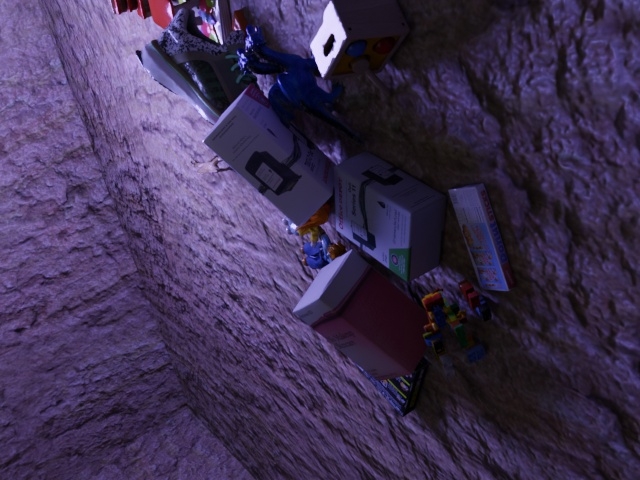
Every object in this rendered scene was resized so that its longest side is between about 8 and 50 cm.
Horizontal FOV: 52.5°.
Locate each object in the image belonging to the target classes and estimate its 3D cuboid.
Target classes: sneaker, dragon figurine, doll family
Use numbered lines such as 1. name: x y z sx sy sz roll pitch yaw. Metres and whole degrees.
1. sneaker: -0.192 -0.345 1.362 0.410 0.158 0.182 36 109 6
2. dragon figurine: -0.042 -0.268 1.193 0.289 0.144 0.085 61 153 4
3. doll family: 0.000 0.000 1.380 0.163 0.118 0.263 -11 104 61

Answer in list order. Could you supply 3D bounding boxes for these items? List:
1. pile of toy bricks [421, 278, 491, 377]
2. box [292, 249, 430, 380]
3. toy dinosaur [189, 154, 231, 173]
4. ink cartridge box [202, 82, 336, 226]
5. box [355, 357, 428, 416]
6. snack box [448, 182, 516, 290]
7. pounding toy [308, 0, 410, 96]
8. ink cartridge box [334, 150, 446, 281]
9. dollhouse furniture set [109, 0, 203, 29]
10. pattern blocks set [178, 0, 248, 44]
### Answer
1. pile of toy bricks: 0.227 0.132 1.145 0.105 0.118 0.212 -115 1 -46
2. box: 0.087 0.151 1.269 0.232 0.127 0.148 39 153 -7
3. toy dinosaur: -0.281 -0.194 1.721 0.183 0.092 0.053 23 133 51
4. ink cartridge box: -0.086 -0.162 1.225 0.237 0.172 0.100 42 112 -16
5. box: 0.148 0.270 1.444 0.190 0.045 0.184 44 145 33
6. snack box: 0.258 -0.004 1.039 0.064 0.022 0.178 -1 112 59
7. pounding toy: 0.066 -0.298 1.019 0.100 0.130 0.141 69 154 15
8. ink cartridge box: 0.119 -0.047 1.171 0.208 0.086 0.153 37 142 41
9. dollhouse furniture set: -0.384 -0.542 1.505 0.259 0.135 0.262 41 146 45
10. pattern blocks set: -0.249 -0.508 1.467 0.285 0.026 0.325 25 135 50
